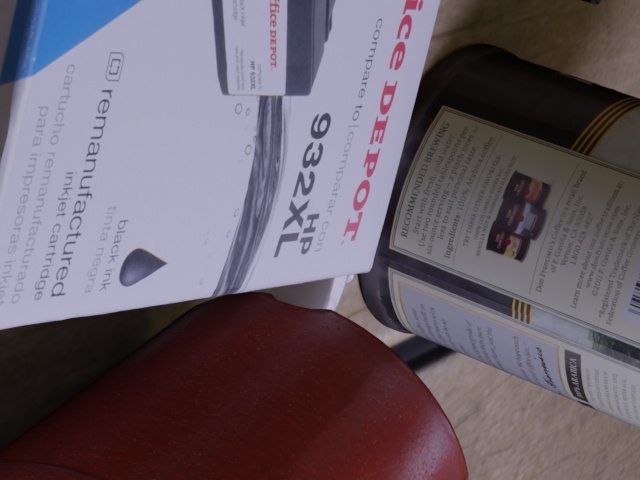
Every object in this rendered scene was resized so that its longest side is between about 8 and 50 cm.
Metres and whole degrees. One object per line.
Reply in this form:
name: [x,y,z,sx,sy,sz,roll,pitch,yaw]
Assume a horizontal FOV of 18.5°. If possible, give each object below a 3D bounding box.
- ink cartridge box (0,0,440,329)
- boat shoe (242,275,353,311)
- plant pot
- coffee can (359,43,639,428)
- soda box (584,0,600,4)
ink cartridge box: [-0.077,-0.094,0.878,0.307,0.129,0.223,-7,115,-58]
boat shoe: [0.000,0.000,1.148,0.063,0.066,0.184,29,74,-60]
plant pot: [-0.068,0.173,0.965,0.265,0.272,0.272,-46,145,-48]
coffee can: [0.192,0.010,1.247,0.201,0.275,0.202,-38,140,-42]
soda box: [0.188,-0.246,1.296,0.169,0.053,0.060,-65,151,-6]
